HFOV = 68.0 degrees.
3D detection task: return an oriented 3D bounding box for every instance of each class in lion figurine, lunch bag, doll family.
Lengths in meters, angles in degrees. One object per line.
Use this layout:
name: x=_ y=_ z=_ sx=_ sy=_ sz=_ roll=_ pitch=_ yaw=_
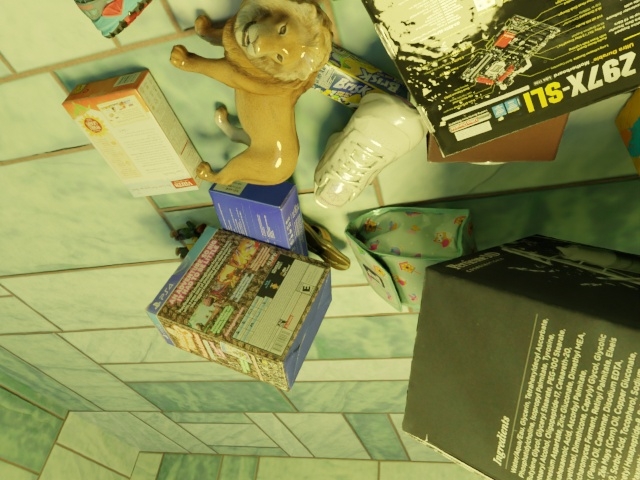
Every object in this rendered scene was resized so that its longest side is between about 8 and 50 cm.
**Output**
lion figurine: x=-0.092 y=-0.204 z=0.745 sx=0.240 sy=0.142 sz=0.392 roll=19 pitch=149 yaw=15
lunch bag: x=0.194 y=0.045 z=1.017 sx=0.263 sy=0.160 sz=0.223 roll=1 pitch=145 yaw=26
doll family: x=-0.276 y=0.033 z=1.153 sx=0.112 sy=0.076 sz=0.193 roll=-13 pitch=141 yaw=18

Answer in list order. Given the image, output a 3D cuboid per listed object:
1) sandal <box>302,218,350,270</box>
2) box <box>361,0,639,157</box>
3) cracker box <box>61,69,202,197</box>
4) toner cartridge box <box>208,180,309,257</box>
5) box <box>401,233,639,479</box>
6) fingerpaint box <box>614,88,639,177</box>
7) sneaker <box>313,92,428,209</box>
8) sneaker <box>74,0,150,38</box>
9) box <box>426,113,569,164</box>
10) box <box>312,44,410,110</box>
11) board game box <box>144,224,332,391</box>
sandal: x=0.000 y=0.000 z=1.072 sx=0.180 sy=0.049 sz=0.072 roll=38 pitch=149 yaw=-12
box: x=0.233 y=-0.251 z=0.501 sx=0.322 sy=0.079 sz=0.257 roll=-18 pitch=136 yaw=28
cracker box: x=-0.339 y=-0.190 z=0.894 sx=0.156 sy=0.067 sz=0.232 roll=-5 pitch=138 yaw=16
toner cartridge box: x=-0.119 y=0.006 z=1.055 sx=0.165 sy=0.075 sz=0.347 roll=16 pitch=143 yaw=18
box: x=0.464 y=0.196 z=0.735 sx=0.472 sy=0.480 sz=0.297 roll=14 pitch=106 yaw=40
fingerpaint box: x=0.687 y=-0.080 z=0.607 sx=0.445 sy=0.371 sz=0.163 roll=8 pitch=141 yaw=2
sneaker: x=0.068 y=-0.124 z=0.758 sx=0.114 sy=0.152 sz=0.305 roll=27 pitch=165 yaw=-10
sneaker: x=-0.257 y=-0.380 z=0.623 sx=0.262 sy=0.104 sz=0.125 roll=-24 pitch=129 yaw=33
box: x=0.244 y=-0.286 z=0.622 sx=0.191 sy=0.143 sz=0.381 roll=1 pitch=138 yaw=8
box: x=0.060 y=-0.249 z=0.758 sx=0.169 sy=0.059 sz=0.054 roll=22 pitch=141 yaw=-17
board game box: x=-0.152 y=0.131 z=0.968 sx=0.291 sy=0.232 sz=0.141 roll=18 pitch=144 yaw=16
